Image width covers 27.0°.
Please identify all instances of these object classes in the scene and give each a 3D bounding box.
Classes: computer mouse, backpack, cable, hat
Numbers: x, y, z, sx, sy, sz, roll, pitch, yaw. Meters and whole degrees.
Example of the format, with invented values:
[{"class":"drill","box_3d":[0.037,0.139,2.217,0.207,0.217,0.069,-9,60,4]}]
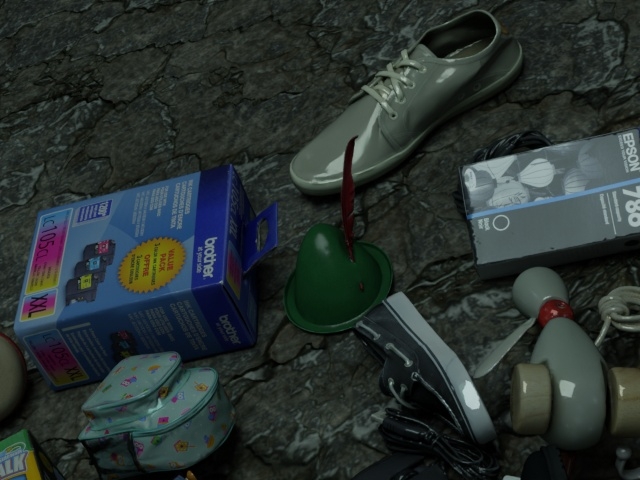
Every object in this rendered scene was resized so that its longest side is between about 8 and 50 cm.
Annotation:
[{"class":"computer mouse","box_3d":[0.075,0.323,1.654,0.188,0.072,0.272,22,59,38]},{"class":"backpack","box_3d":[-0.216,0.234,1.805,0.188,0.144,0.166,-4,25,25]},{"class":"cable","box_3d":[0.285,-0.095,2.013,0.150,0.047,0.184,12,57,39]},{"class":"hat","box_3d":[0.000,0.000,1.933,0.173,0.184,0.208,-13,43,13]}]

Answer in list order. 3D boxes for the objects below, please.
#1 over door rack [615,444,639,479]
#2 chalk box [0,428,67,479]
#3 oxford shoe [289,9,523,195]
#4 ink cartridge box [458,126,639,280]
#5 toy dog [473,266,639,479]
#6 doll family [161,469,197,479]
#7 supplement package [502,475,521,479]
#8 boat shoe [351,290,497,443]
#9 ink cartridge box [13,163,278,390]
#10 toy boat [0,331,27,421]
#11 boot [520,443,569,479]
[{"class":"over door rack","box_3d":[0.517,0.269,1.482,0.324,0.108,0.239,-20,43,4]},{"class":"chalk box","box_3d":[-0.406,0.384,1.731,0.179,0.180,0.289,-28,41,-5]},{"class":"oxford shoe","box_3d":[0.130,-0.232,2.157,0.449,0.130,0.169,-34,45,-10]},{"class":"ink cartridge box","box_3d":[0.370,-0.058,1.878,0.332,0.065,0.165,-13,65,12]},{"class":"toy dog","box_3d":[0.297,0.174,1.645,0.220,0.161,0.334,15,27,14]},{"class":"doll family","box_3d":[-0.199,0.376,1.686,0.163,0.118,0.263,-38,42,-19]},{"class":"supplement package","box_3d":[0.233,0.375,1.504,0.105,0.105,0.179,8,50,30]},{"class":"boat shoe","box_3d":[0.128,0.178,1.753,0.102,0.108,0.301,-29,40,-6]},{"class":"ink cartridge box","box_3d":[-0.240,0.046,2.027,0.395,0.151,0.270,-12,43,10]},{"class":"toy boat","box_3d":[-0.557,0.218,2.021,0.231,0.151,0.151,-24,13,0]},{"class":"boot","box_3d":[0.177,0.339,1.414,0.207,0.094,0.246,-11,49,8]}]
